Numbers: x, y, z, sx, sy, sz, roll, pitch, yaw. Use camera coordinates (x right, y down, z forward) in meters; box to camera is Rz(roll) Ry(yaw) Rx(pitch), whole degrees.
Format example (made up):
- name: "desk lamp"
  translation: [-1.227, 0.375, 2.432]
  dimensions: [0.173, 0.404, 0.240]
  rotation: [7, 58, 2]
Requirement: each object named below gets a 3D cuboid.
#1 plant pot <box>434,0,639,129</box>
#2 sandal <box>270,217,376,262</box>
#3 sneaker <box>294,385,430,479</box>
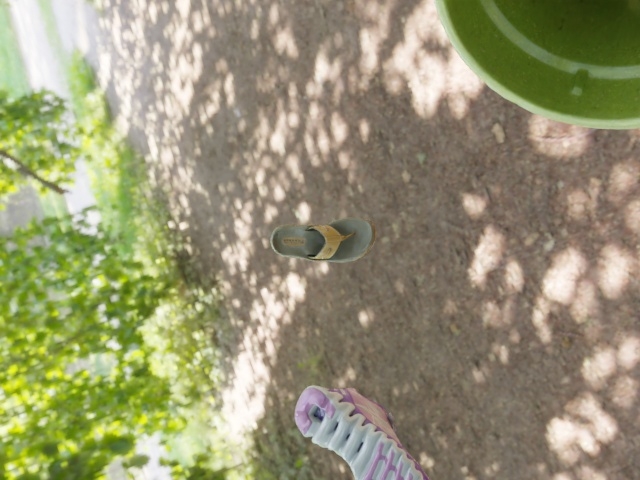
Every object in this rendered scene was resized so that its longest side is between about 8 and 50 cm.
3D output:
- name: "plant pot"
  translation: [0.265, -0.282, 0.701]
  dimensions: [0.276, 0.254, 0.276]
  rotation: [18, 146, 13]
- name: "sandal"
  translation: [0.000, 0.000, 1.309]
  dimensions: [0.049, 0.180, 0.072]
  rotation: [2, -93, -73]
- name: "sneaker"
  translation: [0.077, 0.282, 1.131]
  dimensions: [0.236, 0.105, 0.095]
  rotation: [40, 115, 29]
